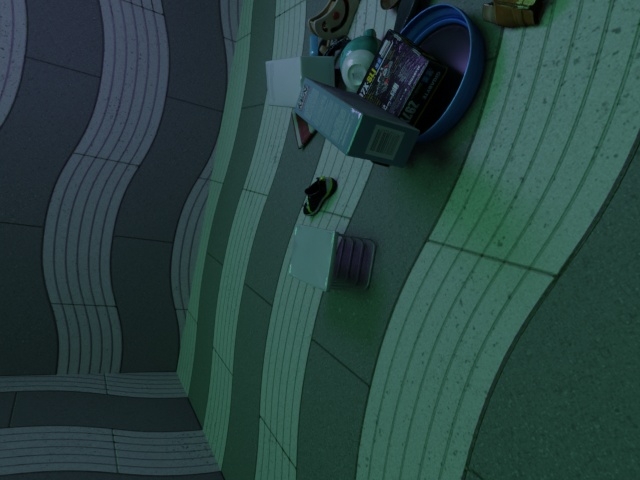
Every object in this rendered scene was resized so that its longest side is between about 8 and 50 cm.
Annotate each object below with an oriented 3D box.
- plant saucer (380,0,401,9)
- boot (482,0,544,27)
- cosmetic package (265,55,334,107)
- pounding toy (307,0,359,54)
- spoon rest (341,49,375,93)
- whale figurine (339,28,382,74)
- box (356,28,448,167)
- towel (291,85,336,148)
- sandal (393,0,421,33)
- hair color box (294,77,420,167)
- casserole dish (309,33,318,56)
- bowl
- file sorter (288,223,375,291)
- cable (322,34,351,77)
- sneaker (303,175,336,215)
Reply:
[{"bbox_3d":[0.272,-0.866,1.475,0.199,0.036,0.198,-42,39,48],"label":"plant saucer"},{"bbox_3d":[0.453,-0.603,1.030,0.152,0.073,0.197,41,162,47],"label":"boot"},{"bbox_3d":[-0.092,-0.653,1.825,0.366,0.155,0.196,33,130,55],"label":"cosmetic package"},{"bbox_3d":[0.027,-0.906,1.799,0.154,0.154,0.269,54,127,50],"label":"pounding toy"},{"bbox_3d":[0.148,-0.499,1.493,0.138,0.084,0.276,0,112,28],"label":"spoon rest"},{"bbox_3d":[0.125,-0.658,1.583,0.272,0.141,0.216,-113,38,-51],"label":"whale figurine"},{"bbox_3d":[0.204,-0.421,1.310,0.321,0.080,0.257,-61,35,31],"label":"box"},{"bbox_3d":[-0.029,-0.589,1.934,0.329,0.037,0.236,-44,47,47],"label":"towel"},{"bbox_3d":[0.280,-0.698,1.436,0.097,0.055,0.254,-110,30,-50],"label":"sandal"},{"bbox_3d":[0.086,-0.337,1.232,0.374,0.186,0.113,54,129,50],"label":"hair color box"},{"bbox_3d":[-0.029,-0.829,1.931,0.114,0.037,0.188,94,175,-56],"label":"casserole dish"},{"bbox_3d":[0.311,-0.477,1.294,0.391,0.077,0.390,-20,66,56],"label":"bowl"},{"bbox_3d":[0.035,0.059,1.530,0.278,0.173,0.192,14,96,60],"label":"file sorter"},{"bbox_3d":[0.063,-0.729,1.787,0.185,0.047,0.150,-31,67,33],"label":"cable"},{"bbox_3d":[-0.030,-0.187,1.773,0.234,0.097,0.084,-48,44,43],"label":"sneaker"}]
